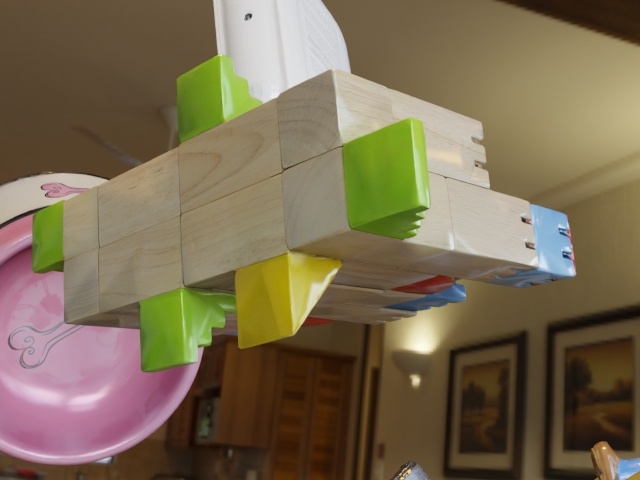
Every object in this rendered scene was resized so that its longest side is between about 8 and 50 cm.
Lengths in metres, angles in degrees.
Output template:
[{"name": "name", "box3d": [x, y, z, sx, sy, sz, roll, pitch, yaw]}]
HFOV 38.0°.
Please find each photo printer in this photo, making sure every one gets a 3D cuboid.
[{"name": "photo printer", "box3d": [-0.035, -0.195, 1.197, 0.107, 0.307, 0.256, -19, -30, 19]}]

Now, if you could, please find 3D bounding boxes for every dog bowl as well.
[{"name": "dog bowl", "box3d": [-0.338, 0.119, 1.256, 0.408, 0.408, 0.150, 14, 8, -28]}]

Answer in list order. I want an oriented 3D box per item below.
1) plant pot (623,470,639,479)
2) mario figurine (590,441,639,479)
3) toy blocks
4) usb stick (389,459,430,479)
[{"name": "plant pot", "box3d": [0.252, 0.262, 0.626, 0.187, 0.212, 0.212, -21, -11, 8]}, {"name": "mario figurine", "box3d": [0.552, 0.302, 1.333, 0.321, 0.170, 0.198, -12, -13, 7]}, {"name": "toy blocks", "box3d": [0.000, 0.000, 0.687, 0.381, 0.190, 0.261, -18, -20, 41]}, {"name": "usb stick", "box3d": [0.196, 0.450, 1.358, 0.077, 0.278, 0.045, -33, -6, -41]}]
